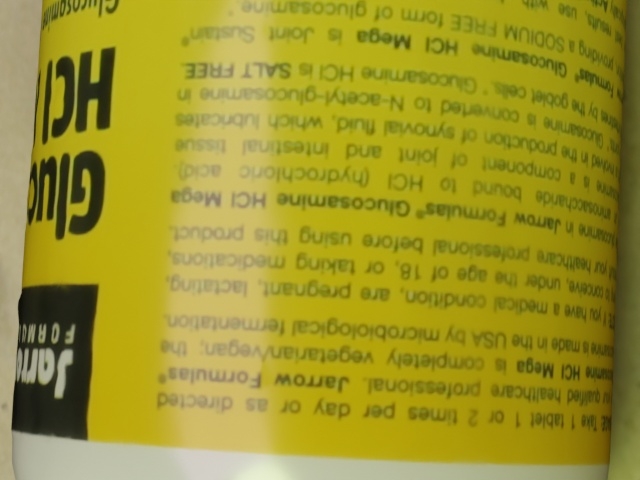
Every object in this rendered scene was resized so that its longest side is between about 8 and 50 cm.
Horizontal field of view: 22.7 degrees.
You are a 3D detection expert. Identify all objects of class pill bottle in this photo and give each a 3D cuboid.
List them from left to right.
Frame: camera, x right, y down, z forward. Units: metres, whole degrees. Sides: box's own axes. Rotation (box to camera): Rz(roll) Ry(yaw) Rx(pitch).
[{"bbox_3d":[0.000,0.000,0.510,0.188,0.188,0.333,-1,83,35],"label":"pill bottle"}]
